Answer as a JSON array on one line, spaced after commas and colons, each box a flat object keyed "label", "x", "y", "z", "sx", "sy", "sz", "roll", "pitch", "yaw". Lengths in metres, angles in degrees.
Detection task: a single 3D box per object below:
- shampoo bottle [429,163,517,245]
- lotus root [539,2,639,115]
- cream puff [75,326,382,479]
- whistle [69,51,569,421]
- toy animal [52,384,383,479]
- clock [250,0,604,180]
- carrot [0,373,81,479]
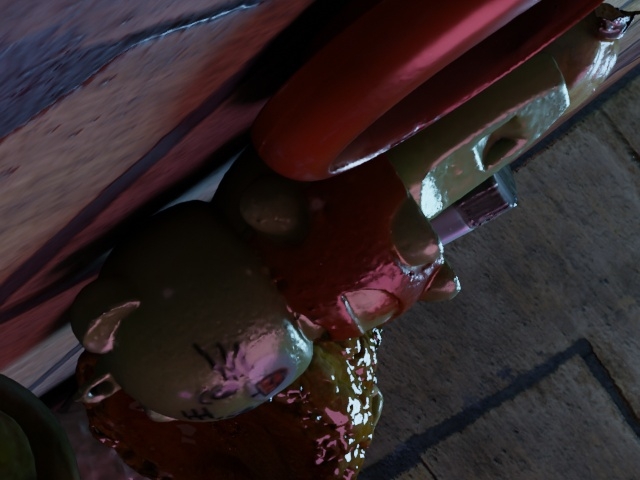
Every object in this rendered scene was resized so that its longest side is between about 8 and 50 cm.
[{"label": "shampoo bottle", "x": 0.051, "y": -0.005, "z": 1.495, "sx": 0.227, "sy": 0.056, "sz": 0.086, "roll": -28, "pitch": -153, "yaw": 19}, {"label": "lotus root", "x": 0.165, "y": -0.125, "z": 1.306, "sx": 0.073, "sy": 0.062, "sz": 0.150, "roll": -1, "pitch": 150, "yaw": -43}, {"label": "cream puff", "x": -0.037, "y": 0.050, "z": 1.074, "sx": 0.183, "sy": 0.183, "sz": 0.169, "roll": -41, "pitch": -158, "yaw": 52}, {"label": "whistle", "x": 0.000, "y": 0.000, "z": 0.900, "sx": 0.288, "sy": 0.106, "sz": 0.131, "roll": -32, "pitch": 150, "yaw": -1}, {"label": "toy animal", "x": -0.096, "y": 0.171, "z": 1.493, "sx": 0.358, "sy": 0.188, "sz": 0.226, "roll": 23, "pitch": 95, "yaw": -53}, {"label": "clock", "x": 0.058, "y": -0.094, "z": 0.765, "sx": 0.205, "sy": 0.051, "sz": 0.205, "roll": -35, "pitch": 176, "yaw": -3}, {"label": "carrot", "x": -0.224, "y": 0.159, "z": 0.820, "sx": 0.302, "sy": 0.139, "sz": 0.138, "roll": -30, "pitch": 180, "yaw": 34}]
